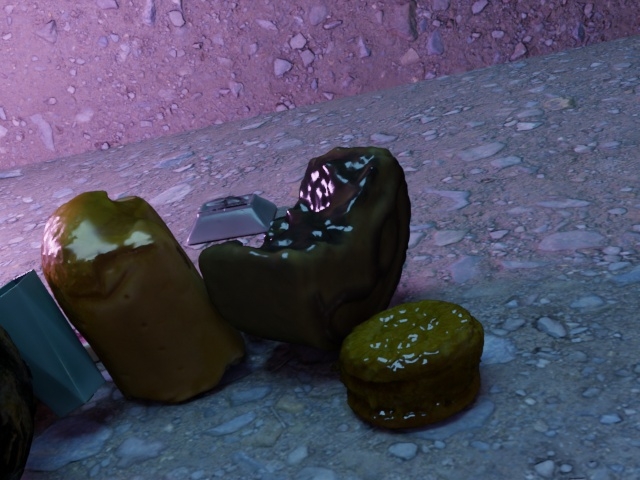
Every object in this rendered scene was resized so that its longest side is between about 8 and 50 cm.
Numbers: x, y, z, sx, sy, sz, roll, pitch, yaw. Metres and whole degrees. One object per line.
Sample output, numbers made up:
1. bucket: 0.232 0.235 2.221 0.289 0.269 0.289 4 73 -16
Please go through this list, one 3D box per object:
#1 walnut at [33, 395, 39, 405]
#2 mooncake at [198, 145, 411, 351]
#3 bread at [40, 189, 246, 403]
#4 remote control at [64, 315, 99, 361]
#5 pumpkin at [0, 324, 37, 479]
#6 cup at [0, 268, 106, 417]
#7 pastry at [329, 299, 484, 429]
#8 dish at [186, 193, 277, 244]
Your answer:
1. walnut: -0.616 0.216 1.358 0.283 0.227 0.282 -22 50 30
2. mooncake: 0.000 0.000 1.305 0.246 0.393 0.393 7 -9 34
3. bread: -0.357 0.093 1.336 0.250 0.394 0.361 -35 31 -10
4. remote control: -0.509 0.173 1.618 0.145 0.050 0.344 -14 24 -1
5. pumpkin: -0.631 0.272 1.012 0.455 0.453 0.344 -5 -11 18
6. cup: -0.486 0.183 1.229 0.134 0.235 0.148 -29 19 12
7. pastry: 0.144 0.181 1.146 0.240 0.132 0.235 -17 24 -11
8. dish: -0.256 -0.074 2.008 0.244 0.080 0.182 -9 23 8
